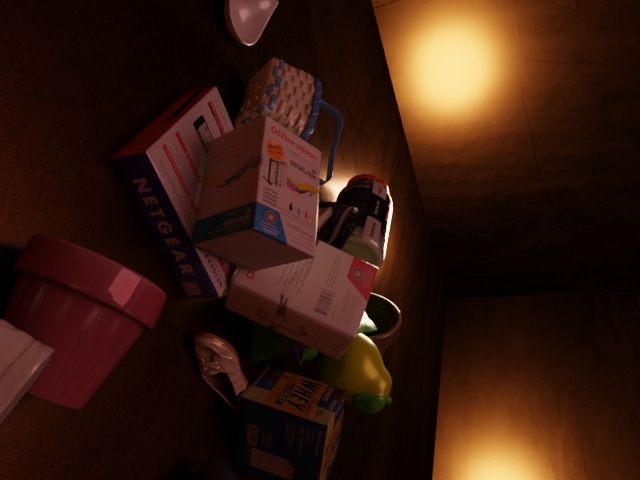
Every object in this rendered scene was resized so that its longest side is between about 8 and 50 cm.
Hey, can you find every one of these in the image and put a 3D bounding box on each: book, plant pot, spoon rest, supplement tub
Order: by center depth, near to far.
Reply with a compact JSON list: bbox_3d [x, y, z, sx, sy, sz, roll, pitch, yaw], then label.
[{"bbox_3d":[-0.337,0.116,0.731,0.201,0.201,0.180,52,55,-53],"label":"plant pot"},{"bbox_3d":[-0.174,-0.605,1.418,0.276,0.084,0.137,-70,147,-48],"label":"spoon rest"},{"bbox_3d":[-0.032,-0.063,1.631,0.144,0.096,0.035,-49,129,-60],"label":"book"},{"bbox_3d":[0.120,0.325,1.759,0.263,0.263,0.229,-54,151,-59],"label":"plant pot"},{"bbox_3d":[0.140,-0.064,1.909,0.207,0.207,0.338,64,30,-41],"label":"supplement tub"}]

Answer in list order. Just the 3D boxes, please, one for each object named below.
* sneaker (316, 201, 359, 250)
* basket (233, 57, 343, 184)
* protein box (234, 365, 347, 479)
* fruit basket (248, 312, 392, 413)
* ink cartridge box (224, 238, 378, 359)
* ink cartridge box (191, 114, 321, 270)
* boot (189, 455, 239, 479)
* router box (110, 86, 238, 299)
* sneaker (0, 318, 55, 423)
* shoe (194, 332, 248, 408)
[{"bbox_3d":[0.000,0.000,1.707,0.283,0.124,0.107,-55,147,-22],"label":"sneaker"},{"bbox_3d":[-0.065,-0.311,1.422,0.289,0.201,0.255,30,52,-26],"label":"basket"},{"bbox_3d":[-0.067,0.423,1.222,0.136,0.201,0.200,-41,142,-64],"label":"protein box"},{"bbox_3d":[0.016,0.284,1.409,0.392,0.283,0.392,54,24,-37],"label":"fruit basket"},{"bbox_3d":[-0.040,0.101,1.205,0.117,0.283,0.207,117,-2,-49],"label":"ink cartridge box"},{"bbox_3d":[-0.117,-0.085,1.057,0.171,0.168,0.233,27,58,-45],"label":"ink cartridge box"},{"bbox_3d":[-0.261,0.474,0.858,0.445,0.146,0.367,-17,111,-64],"label":"boot"},{"bbox_3d":[-0.245,-0.102,1.128,0.301,0.082,0.335,-66,144,-51],"label":"router box"},{"bbox_3d":[-0.444,0.190,0.561,0.169,0.108,0.292,38,68,-11],"label":"sneaker"},{"bbox_3d":[-0.206,0.275,1.145,0.058,0.076,0.219,-79,155,-46],"label":"shoe"}]
